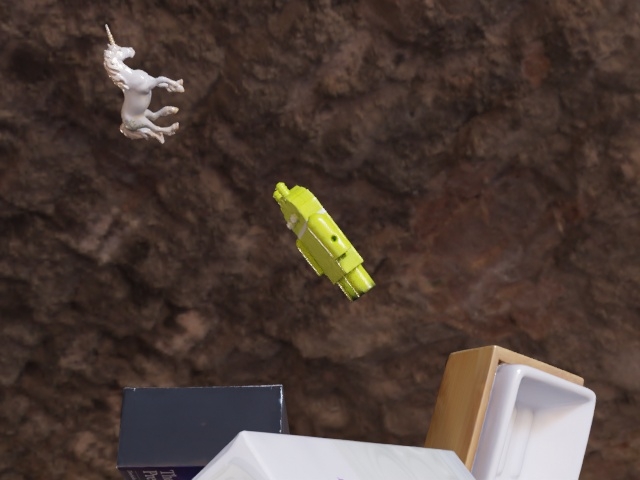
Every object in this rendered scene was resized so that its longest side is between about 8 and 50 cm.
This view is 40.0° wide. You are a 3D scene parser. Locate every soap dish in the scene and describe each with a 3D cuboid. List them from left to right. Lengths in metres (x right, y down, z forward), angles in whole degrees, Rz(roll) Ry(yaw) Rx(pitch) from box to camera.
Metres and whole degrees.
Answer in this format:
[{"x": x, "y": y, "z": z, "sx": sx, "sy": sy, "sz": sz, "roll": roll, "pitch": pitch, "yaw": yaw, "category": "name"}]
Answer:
[{"x": 0.253, "y": 0.272, "z": 1.192, "sx": 0.118, "sy": 0.228, "sz": 0.291, "roll": 10, "pitch": -9, "yaw": 41, "category": "soap dish"}]

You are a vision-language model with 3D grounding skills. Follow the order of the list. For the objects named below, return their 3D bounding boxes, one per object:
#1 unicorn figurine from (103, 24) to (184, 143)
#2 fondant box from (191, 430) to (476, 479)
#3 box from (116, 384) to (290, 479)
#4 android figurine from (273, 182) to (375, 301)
[{"x": -0.250, "y": -0.208, "z": 1.230, "sx": 0.111, "sy": 0.060, "sz": 0.161, "roll": 4, "pitch": -66, "yaw": -16, "category": "unicorn figurine"}, {"x": 0.068, "y": 0.248, "z": 0.552, "sx": 0.096, "sy": 0.238, "sz": 0.330, "roll": -46, "pitch": -30, "yaw": 12, "category": "fondant box"}, {"x": -0.128, "y": 0.273, "z": 1.075, "sx": 0.185, "sy": 0.103, "sz": 0.261, "roll": -4, "pitch": -33, "yaw": 0, "category": "box"}, {"x": 0.000, "y": 0.000, "z": 1.727, "sx": 0.056, "sy": 0.273, "sz": 0.248, "roll": -38, "pitch": -2, "yaw": -12, "category": "android figurine"}]
